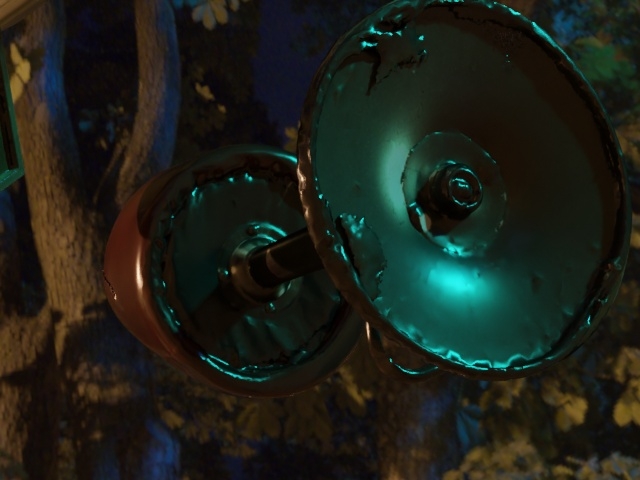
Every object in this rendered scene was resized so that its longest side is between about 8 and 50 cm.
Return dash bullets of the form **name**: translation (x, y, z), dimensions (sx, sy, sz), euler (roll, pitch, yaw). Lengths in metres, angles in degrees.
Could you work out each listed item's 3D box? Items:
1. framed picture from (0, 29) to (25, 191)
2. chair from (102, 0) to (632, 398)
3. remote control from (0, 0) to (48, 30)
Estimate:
- **framed picture**: translation (-0.285, -0.117, 0.698), dimensions (0.016, 0.184, 0.250), euler (11, -55, 17)
- **chair**: translation (0.000, 0.000, 0.715), dimensions (0.227, 0.226, 0.401), euler (7, -13, -27)
- **remote control**: translation (-0.226, -0.240, 0.862), dimensions (0.190, 0.087, 0.029), euler (-28, -73, 21)
